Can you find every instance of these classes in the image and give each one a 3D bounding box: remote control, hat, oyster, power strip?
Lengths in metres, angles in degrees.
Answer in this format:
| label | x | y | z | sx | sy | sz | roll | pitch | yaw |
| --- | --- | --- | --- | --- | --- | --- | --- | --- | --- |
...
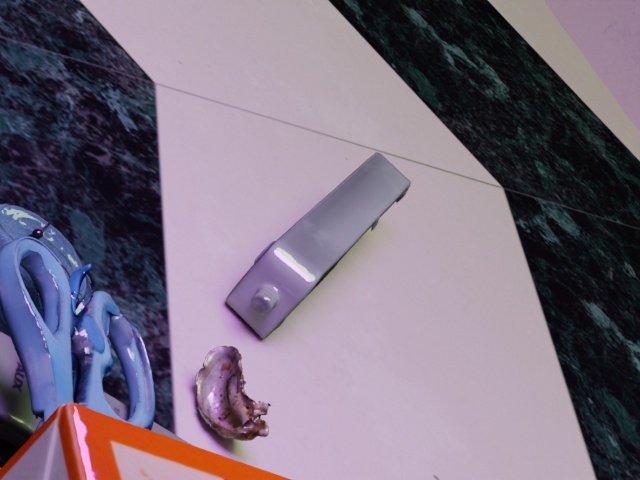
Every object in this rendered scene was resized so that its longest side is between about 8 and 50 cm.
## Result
| label | x | y | z | sx | sy | sz | roll | pitch | yaw |
| --- | --- | --- | --- | --- | --- | --- | --- | --- | --- |
| remote control | -0.147 | 0.168 | 1.359 | 0.309 | 0.038 | 0.090 | 34 | 26 | -23 |
| hat | -0.234 | 0.023 | 1.402 | 0.191 | 0.078 | 0.138 | 40 | 26 | -9 |
| oyster | -0.067 | 0.132 | 1.509 | 0.038 | 0.080 | 0.083 | 50 | 47 | -50 |
| power strip | 0.000 | 0.000 | 1.791 | 0.062 | 0.091 | 0.385 | 44 | 25 | 1 |

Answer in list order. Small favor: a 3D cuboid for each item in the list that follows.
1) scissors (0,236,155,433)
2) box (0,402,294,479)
| label | x | y | z | sx | sy | sz | roll | pitch | yaw |
| --- | --- | --- | --- | --- | --- | --- | --- | --- | --- |
| scissors | -0.171 | 0.143 | 1.229 | 0.180 | 0.032 | 0.393 | 49 | 19 | -33 |
| box | -0.091 | 0.323 | 0.825 | 0.257 | 0.349 | 0.319 | 26 | 29 | -36 |
